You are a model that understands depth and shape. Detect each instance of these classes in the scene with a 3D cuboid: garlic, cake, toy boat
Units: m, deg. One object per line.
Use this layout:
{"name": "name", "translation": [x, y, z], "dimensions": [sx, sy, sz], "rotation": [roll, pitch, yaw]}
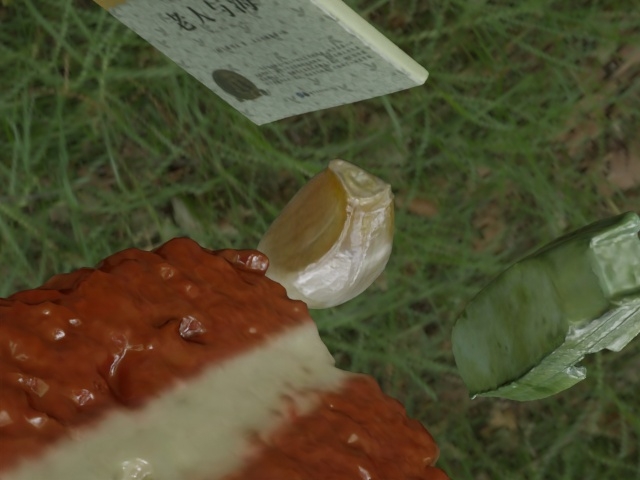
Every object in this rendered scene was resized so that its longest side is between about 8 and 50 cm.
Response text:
{"name": "garlic", "translation": [0.006, 0.007, 1.659], "dimensions": [0.112, 0.143, 0.318], "rotation": [-44, 175, -38]}
{"name": "cake", "translation": [-0.088, 0.205, 0.670], "dimensions": [0.270, 0.319, 0.269], "rotation": [-25, 158, -54]}
{"name": "toy boat", "translation": [0.146, 0.062, 0.939], "dimensions": [0.055, 0.093, 0.293], "rotation": [-13, 165, -17]}

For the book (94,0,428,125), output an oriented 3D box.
{"name": "book", "translation": [-0.120, -0.227, 1.172], "dimensions": [0.389, 0.269, 0.032], "rotation": [35, 68, -27]}
